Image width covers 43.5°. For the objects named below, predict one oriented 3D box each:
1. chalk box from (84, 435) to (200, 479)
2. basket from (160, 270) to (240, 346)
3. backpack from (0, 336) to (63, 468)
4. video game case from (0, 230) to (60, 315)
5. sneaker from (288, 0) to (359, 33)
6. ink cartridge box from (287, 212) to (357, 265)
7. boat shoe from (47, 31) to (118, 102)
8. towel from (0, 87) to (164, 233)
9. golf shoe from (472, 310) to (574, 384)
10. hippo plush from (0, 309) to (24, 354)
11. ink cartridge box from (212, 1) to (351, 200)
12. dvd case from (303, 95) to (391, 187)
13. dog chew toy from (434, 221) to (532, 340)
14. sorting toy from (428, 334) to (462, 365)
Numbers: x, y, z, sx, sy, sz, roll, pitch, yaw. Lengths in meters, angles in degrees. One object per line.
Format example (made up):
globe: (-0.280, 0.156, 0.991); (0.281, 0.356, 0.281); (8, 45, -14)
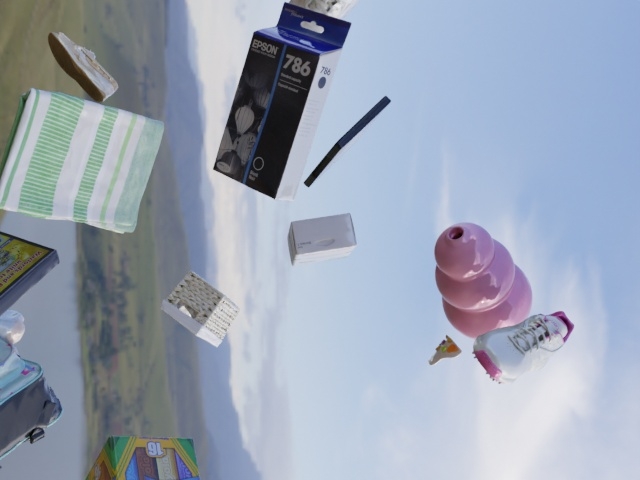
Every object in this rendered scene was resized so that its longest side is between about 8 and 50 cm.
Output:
chalk box: (-0.330, 0.542, 1.521); (0.180, 0.179, 0.289); (-56, -143, 33)
basket: (-0.253, 0.147, 1.721); (0.103, 0.113, 0.167); (-54, 164, -8)
backpack: (-0.447, 0.193, 0.999); (0.188, 0.166, 0.144); (10, -50, 41)
video game case: (-0.599, 0.072, 1.263); (0.275, 0.248, 0.035); (-53, 150, -44)
sneaker: (0.019, -0.484, 1.534); (0.305, 0.114, 0.152); (-45, 180, 16)
ink cartridge box: (0.000, 0.000, 2.099); (0.219, 0.160, 0.092); (117, -37, -79)
boat shoe: (-0.476, -0.355, 1.612); (0.170, 0.059, 0.063); (50, -36, -3)
towel: (-0.461, -0.148, 1.557); (0.038, 0.325, 0.247); (23, -83, 37)
golf shoe: (0.404, 0.197, 1.586); (0.140, 0.306, 0.115); (-46, -111, 27)
hippo plush: (-0.772, 0.166, 1.691); (0.234, 0.294, 0.236); (-49, 171, -25)
ink cartridge box: (-0.073, -0.252, 1.425); (0.165, 0.065, 0.332); (26, -76, 32)
dvd case: (0.058, -0.224, 1.859); (0.022, 0.180, 0.253); (45, -24, -1)
dog chew toy: (0.351, 0.083, 1.793); (0.206, 0.207, 0.332); (-105, 167, -44)
sorting toy: (0.275, 0.254, 1.811); (0.045, 0.075, 0.083); (49, 2, 3)
